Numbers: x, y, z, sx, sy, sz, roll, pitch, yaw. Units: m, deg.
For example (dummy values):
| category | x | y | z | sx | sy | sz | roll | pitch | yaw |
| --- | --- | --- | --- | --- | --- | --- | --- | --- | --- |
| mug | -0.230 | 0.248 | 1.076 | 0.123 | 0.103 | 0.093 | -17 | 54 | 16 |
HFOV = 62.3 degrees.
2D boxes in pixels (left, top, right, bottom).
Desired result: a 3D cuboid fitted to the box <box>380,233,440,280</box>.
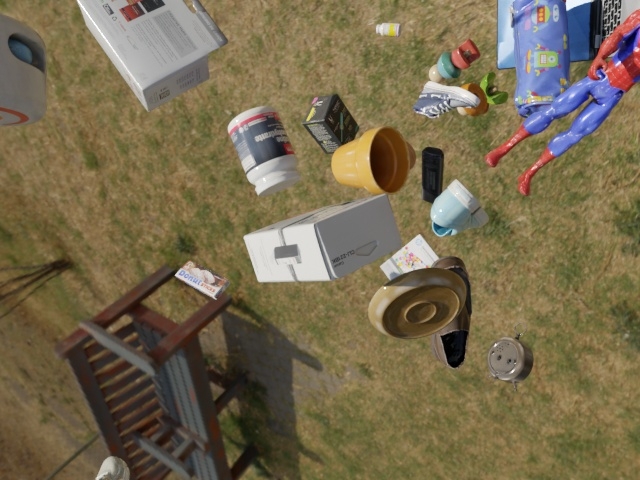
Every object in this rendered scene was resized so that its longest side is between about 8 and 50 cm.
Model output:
| category | x | y | z | sx | sy | sz | roll | pitch | yaw |
| --- | --- | --- | --- | --- | --- | --- | --- | --- | --- |
| box | 0.327 | 0.092 | 1.879 | 0.186 | 0.038 | 0.145 | -40 | 72 | 14 |

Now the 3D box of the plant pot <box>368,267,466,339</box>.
| category | x | y | z | sx | sy | sz | roll | pitch | yaw |
| --- | --- | --- | --- | --- | --- | --- | --- | --- | --- |
| plant pot | 0.229 | 0.157 | 1.225 | 0.236 | 0.032 | 0.236 | -7 | 132 | -8 |

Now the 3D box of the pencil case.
| category | x | y | z | sx | sy | sz | roll | pitch | yaw |
| --- | --- | --- | --- | --- | --- | --- | --- | --- | --- |
| pencil case | 0.504 | -0.431 | 1.220 | 0.133 | 0.119 | 0.306 | -1 | 83 | 5 |

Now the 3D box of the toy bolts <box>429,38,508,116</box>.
| category | x | y | z | sx | sy | sz | roll | pitch | yaw |
| --- | --- | --- | --- | --- | --- | --- | --- | --- | --- |
| toy bolts | 0.422 | -0.467 | 1.624 | 0.229 | 0.218 | 0.158 | 56 | 144 | -8 |

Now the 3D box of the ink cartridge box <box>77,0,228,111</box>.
| category | x | y | z | sx | sy | sz | roll | pitch | yaw |
| --- | --- | --- | --- | --- | --- | --- | --- | --- | --- |
| ink cartridge box | -0.442 | -0.557 | 1.435 | 0.309 | 0.271 | 0.130 | 55 | 164 | 4 |

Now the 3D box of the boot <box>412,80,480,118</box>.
| category | x | y | z | sx | sy | sz | roll | pitch | yaw |
| --- | --- | --- | --- | --- | --- | --- | --- | --- | --- |
| boot | 0.325 | -0.351 | 1.377 | 0.086 | 0.069 | 0.190 | -59 | 37 | 5 |

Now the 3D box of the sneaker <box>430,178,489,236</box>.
| category | x | y | z | sx | sy | sz | roll | pitch | yaw |
| --- | --- | --- | --- | --- | --- | --- | --- | --- | --- |
| sneaker | 0.393 | -0.078 | 1.566 | 0.150 | 0.366 | 0.135 | -41 | 67 | 13 |

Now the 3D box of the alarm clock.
| category | x | y | z | sx | sy | sz | roll | pitch | yaw |
| --- | --- | --- | --- | --- | --- | --- | --- | --- | --- |
| alarm clock | 0.556 | 0.329 | 1.549 | 0.064 | 0.192 | 0.129 | 28 | 172 | -30 |

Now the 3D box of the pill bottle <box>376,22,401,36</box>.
| category | x | y | z | sx | sy | sz | roll | pitch | yaw |
| --- | --- | --- | --- | --- | --- | --- | --- | --- | --- |
| pill bottle | 0.240 | -0.740 | 1.862 | 0.083 | 0.043 | 0.043 | 12 | 126 | 20 |

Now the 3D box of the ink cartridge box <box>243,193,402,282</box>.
| category | x | y | z | sx | sy | sz | roll | pitch | yaw |
| --- | --- | --- | --- | --- | --- | --- | --- | --- | --- |
| ink cartridge box | 0.000 | 0.000 | 1.086 | 0.272 | 0.197 | 0.114 | -6 | 104 | 54 |

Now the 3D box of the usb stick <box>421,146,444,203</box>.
| category | x | y | z | sx | sy | sz | roll | pitch | yaw |
| --- | --- | --- | --- | --- | --- | --- | --- | --- | --- |
| usb stick | 0.382 | -0.217 | 1.811 | 0.077 | 0.045 | 0.278 | 20 | 155 | 21 |

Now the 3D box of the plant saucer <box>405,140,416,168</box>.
| category | x | y | z | sx | sy | sz | roll | pitch | yaw |
| --- | --- | --- | --- | --- | --- | --- | --- | --- | --- |
| plant saucer | 0.284 | -0.335 | 2.136 | 0.199 | 0.037 | 0.200 | 14 | 145 | 10 |

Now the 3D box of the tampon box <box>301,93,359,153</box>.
| category | x | y | z | sx | sy | sz | roll | pitch | yaw |
| --- | --- | --- | --- | --- | --- | --- | --- | --- | --- |
| tampon box | 0.036 | -0.389 | 1.786 | 0.101 | 0.121 | 0.161 | 3 | 148 | 40 |

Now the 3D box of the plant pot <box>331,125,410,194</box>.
| category | x | y | z | sx | sy | sz | roll | pitch | yaw |
| --- | --- | --- | --- | --- | --- | --- | --- | --- | --- |
| plant pot | 0.143 | -0.241 | 1.649 | 0.187 | 0.205 | 0.205 | 1 | 119 | 44 |

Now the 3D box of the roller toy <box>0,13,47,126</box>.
| category | x | y | z | sx | sy | sz | roll | pitch | yaw |
| --- | --- | --- | --- | --- | --- | --- | --- | --- | --- |
| roller toy | -0.517 | -0.259 | 0.792 | 0.209 | 0.191 | 0.146 | -2 | 89 | 48 |

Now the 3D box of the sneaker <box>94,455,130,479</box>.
| category | x | y | z | sx | sy | sz | roll | pitch | yaw |
| --- | --- | --- | --- | --- | --- | --- | --- | --- | --- |
| sneaker | -0.604 | 0.688 | 1.449 | 0.099 | 0.262 | 0.121 | -38 | 119 | 7 |

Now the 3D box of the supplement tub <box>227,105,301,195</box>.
| category | x | y | z | sx | sy | sz | roll | pitch | yaw |
| --- | --- | --- | --- | --- | --- | --- | --- | --- | --- |
| supplement tub | -0.194 | -0.313 | 1.865 | 0.191 | 0.191 | 0.272 | -26 | 86 | 46 |

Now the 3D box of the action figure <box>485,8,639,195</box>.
| category | x | y | z | sx | sy | sz | roll | pitch | yaw |
| --- | --- | --- | --- | --- | --- | --- | --- | --- | --- |
| action figure | 0.313 | -0.153 | 0.595 | 0.091 | 0.139 | 0.280 | 39 | 125 | -3 |

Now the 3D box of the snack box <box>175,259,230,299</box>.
| category | x | y | z | sx | sy | sz | roll | pitch | yaw |
| --- | --- | --- | --- | --- | --- | --- | --- | --- | --- |
| snack box | -0.345 | 0.113 | 1.547 | 0.178 | 0.064 | 0.022 | 21 | 152 | 34 |

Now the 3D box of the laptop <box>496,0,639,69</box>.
| category | x | y | z | sx | sy | sz | roll | pitch | yaw |
| --- | --- | --- | --- | --- | --- | --- | --- | --- | --- |
| laptop | 0.546 | -0.601 | 1.199 | 0.236 | 0.408 | 0.382 | -2 | 105 | 12 |

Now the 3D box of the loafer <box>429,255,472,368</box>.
| category | x | y | z | sx | sy | sz | roll | pitch | yaw |
| --- | --- | --- | --- | --- | --- | --- | --- | --- | --- |
| loafer | 0.403 | 0.224 | 1.583 | 0.133 | 0.130 | 0.366 | -10 | 110 | -4 |
